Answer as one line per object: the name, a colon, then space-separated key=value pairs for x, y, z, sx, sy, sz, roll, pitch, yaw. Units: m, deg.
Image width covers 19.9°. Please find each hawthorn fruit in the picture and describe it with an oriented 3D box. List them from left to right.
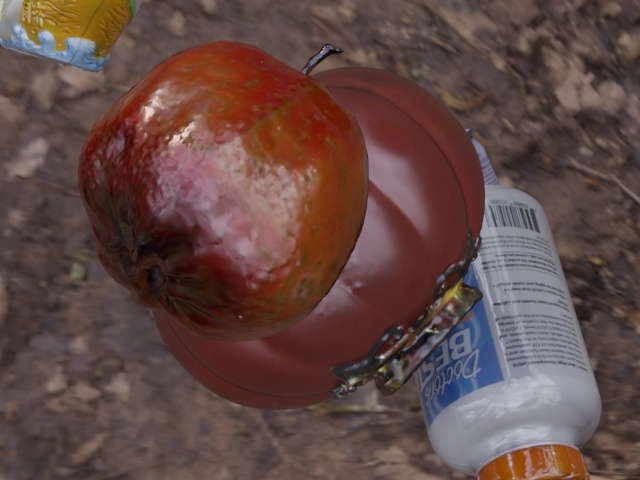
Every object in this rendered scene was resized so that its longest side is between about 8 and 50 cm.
hawthorn fruit: x=-0.040 y=-0.041 z=1.001 sx=0.157 sy=0.157 sz=0.194 roll=20 pitch=54 yaw=20

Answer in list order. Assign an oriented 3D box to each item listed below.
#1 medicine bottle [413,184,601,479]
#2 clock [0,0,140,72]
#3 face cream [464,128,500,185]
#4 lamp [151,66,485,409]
medicine bottle: x=0.159 y=0.105 z=1.633 sx=0.157 sy=0.157 sz=0.288 roll=-22 pitch=56 yaw=16
clock: x=-0.200 y=-0.213 z=1.483 sx=0.231 sy=0.103 sz=0.144 roll=21 pitch=96 yaw=64
face cream: x=0.155 y=-0.022 z=1.832 sx=0.075 sy=0.075 sz=0.229 roll=-21 pitch=97 yaw=16
lamp: x=0.000 y=0.000 z=1.474 sx=0.257 sy=0.303 sz=0.303 roll=42 pitch=98 yaw=4
